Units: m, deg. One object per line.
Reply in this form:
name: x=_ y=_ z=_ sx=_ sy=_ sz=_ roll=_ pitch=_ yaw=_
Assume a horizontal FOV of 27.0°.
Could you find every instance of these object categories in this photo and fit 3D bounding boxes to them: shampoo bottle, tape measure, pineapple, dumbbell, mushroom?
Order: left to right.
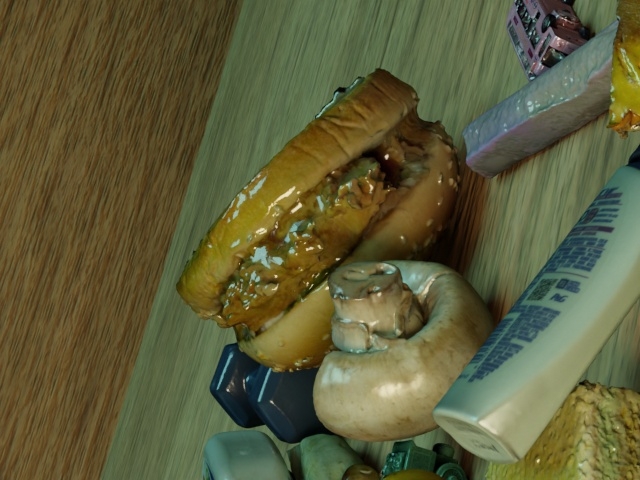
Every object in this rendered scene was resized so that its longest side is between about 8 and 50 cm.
tape measure: x=-0.094 y=0.402 z=1.853 sx=0.243 sy=0.125 sz=0.246 roll=-120 pitch=33 yaw=-60
dumbbell: x=-0.064 y=0.228 z=2.070 sx=0.325 sy=0.160 sz=0.144 roll=176 pitch=86 yaw=-71
mushroom: x=0.012 y=0.318 z=1.830 sx=0.333 sy=0.087 sz=0.107 roll=-152 pitch=60 yaw=-75
mushroom: x=0.110 y=0.116 z=1.564 sx=0.253 sy=0.189 sz=0.195 roll=-63 pitch=-36 yaw=-49
shampoo bottle: x=0.250 y=0.044 z=1.228 sx=0.359 sy=0.078 sz=0.134 roll=-50 pitch=12 yaw=-16
pineapple: x=0.379 y=-0.193 z=1.304 sx=0.140 sy=0.164 sz=0.249 roll=52 pitch=-137 yaw=-59

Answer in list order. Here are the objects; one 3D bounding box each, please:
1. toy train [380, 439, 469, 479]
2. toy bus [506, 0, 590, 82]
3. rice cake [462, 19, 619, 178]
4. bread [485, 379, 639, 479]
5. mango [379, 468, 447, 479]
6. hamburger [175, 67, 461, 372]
toy train: x=0.108 y=0.313 z=1.531 sx=0.070 sy=0.099 sz=0.172 roll=152 pitch=134 yaw=-66
toy bus: x=0.287 y=-0.263 z=1.684 sx=0.203 sy=0.063 sz=0.090 roll=-95 pitch=27 yaw=-58
rice cake: x=0.280 y=-0.167 z=1.573 sx=0.399 sy=0.070 sz=0.064 roll=145 pitch=134 yaw=-61
bread: x=0.235 y=0.228 z=1.236 sx=0.196 sy=0.102 sz=0.138 roll=125 pitch=160 yaw=-47
mango: x=0.116 y=0.328 z=1.353 sx=0.257 sy=0.138 sz=0.187 roll=139 pitch=128 yaw=-82
hamburger: x=0.000 y=0.000 z=1.771 sx=0.445 sy=0.268 sz=0.287 roll=-45 pitch=0 yaw=11
